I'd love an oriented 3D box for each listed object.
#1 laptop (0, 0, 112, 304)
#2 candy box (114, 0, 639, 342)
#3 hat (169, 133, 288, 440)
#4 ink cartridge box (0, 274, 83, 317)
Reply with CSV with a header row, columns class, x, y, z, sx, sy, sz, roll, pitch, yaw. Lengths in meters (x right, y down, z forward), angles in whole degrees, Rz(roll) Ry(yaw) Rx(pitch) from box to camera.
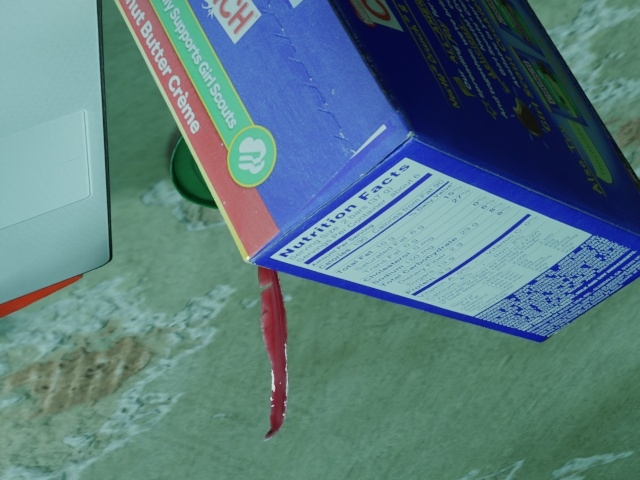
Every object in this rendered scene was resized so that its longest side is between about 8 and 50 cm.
class,x,y,z,sx,sy,sz,roll,pitch,yaw
laptop,-0.270,0.089,0.914,0.408,0.236,0.382,-21,159,-15
candy box,0.038,-0.094,0.937,0.122,0.268,0.317,-39,150,22
hat,0.000,0.000,1.183,0.173,0.184,0.208,-20,154,-7
ink cartridge box,-0.319,0.053,1.170,0.239,0.060,0.275,-25,154,6
